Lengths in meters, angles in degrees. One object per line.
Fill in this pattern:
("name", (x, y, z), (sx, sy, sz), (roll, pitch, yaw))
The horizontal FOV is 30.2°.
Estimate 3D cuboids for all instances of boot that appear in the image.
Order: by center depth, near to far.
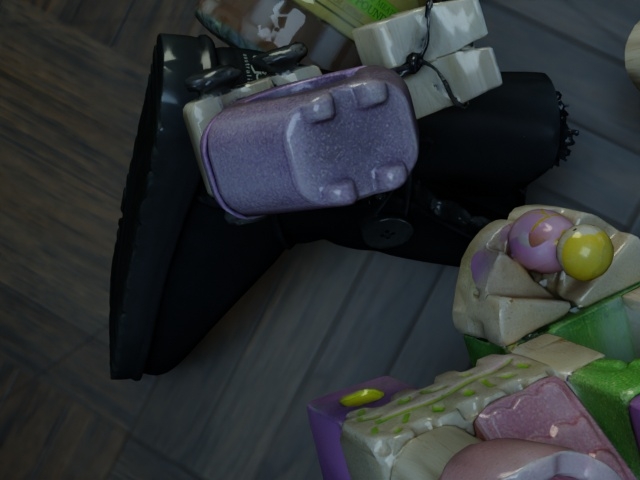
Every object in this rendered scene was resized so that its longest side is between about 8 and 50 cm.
("boot", (0.000, 0.000, 0.624), (0.207, 0.246, 0.094), (6, 49, -15))

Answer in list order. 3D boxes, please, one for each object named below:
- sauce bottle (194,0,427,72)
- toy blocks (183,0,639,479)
("sauce bottle", (0.063, -0.235, 0.623), (0.111, 0.111, 0.344), (32, 96, 12))
("toy blocks", (0.149, 0.046, 0.432), (0.289, 0.260, 0.308), (-22, 103, -19))
